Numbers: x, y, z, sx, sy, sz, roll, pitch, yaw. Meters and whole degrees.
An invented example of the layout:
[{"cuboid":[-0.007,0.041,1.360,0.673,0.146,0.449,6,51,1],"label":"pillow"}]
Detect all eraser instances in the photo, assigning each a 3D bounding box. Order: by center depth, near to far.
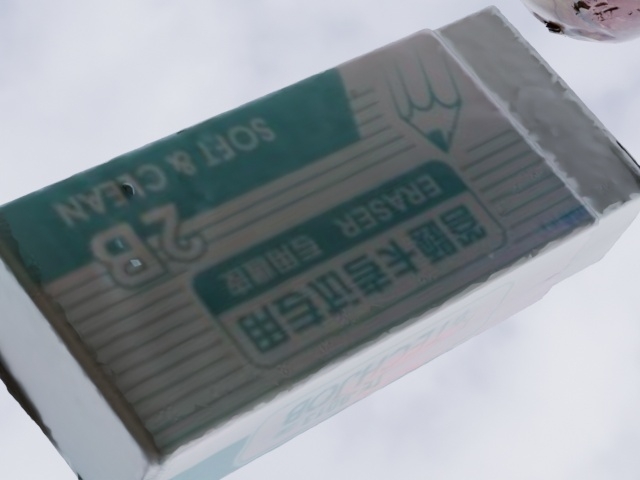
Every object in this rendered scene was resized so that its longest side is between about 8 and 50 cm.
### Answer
[{"cuboid":[0.000,0.000,0.601,0.095,0.225,0.052,50,-39,17],"label":"eraser"}]

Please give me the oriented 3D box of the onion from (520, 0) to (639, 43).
[{"cuboid":[0.127,-0.187,0.926,0.147,0.184,0.184,6,-111,-11],"label":"onion"}]
